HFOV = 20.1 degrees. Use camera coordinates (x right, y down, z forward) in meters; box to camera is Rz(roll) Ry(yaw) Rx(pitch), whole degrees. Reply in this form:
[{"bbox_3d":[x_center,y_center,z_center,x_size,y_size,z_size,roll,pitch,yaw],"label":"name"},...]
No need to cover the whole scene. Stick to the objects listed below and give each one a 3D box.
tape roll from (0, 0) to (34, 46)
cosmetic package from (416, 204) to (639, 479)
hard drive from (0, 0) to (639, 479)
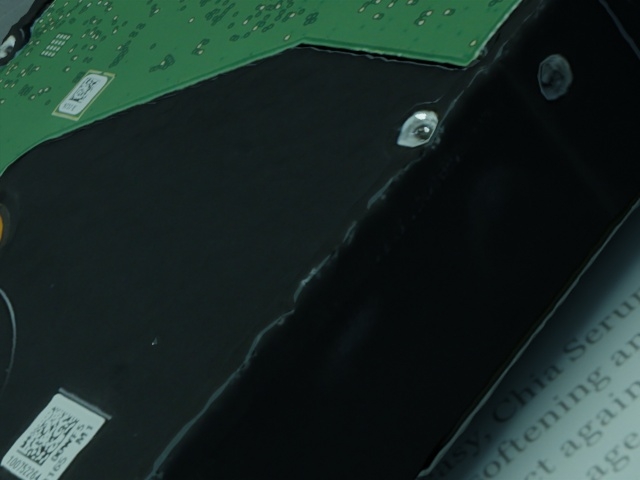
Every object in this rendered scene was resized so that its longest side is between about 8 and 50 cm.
[{"bbox_3d":[-0.087,-0.041,0.733,0.219,0.219,0.072,-40,30,-1],"label":"tape roll"},{"bbox_3d":[0.047,0.113,0.450,0.230,0.161,0.453,-41,31,0],"label":"cosmetic package"},{"bbox_3d":[-0.067,0.032,0.461,0.339,0.064,0.237,-52,32,-15],"label":"hard drive"}]
